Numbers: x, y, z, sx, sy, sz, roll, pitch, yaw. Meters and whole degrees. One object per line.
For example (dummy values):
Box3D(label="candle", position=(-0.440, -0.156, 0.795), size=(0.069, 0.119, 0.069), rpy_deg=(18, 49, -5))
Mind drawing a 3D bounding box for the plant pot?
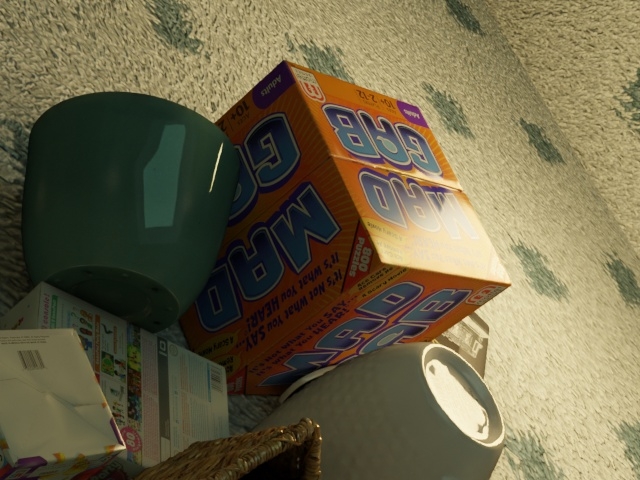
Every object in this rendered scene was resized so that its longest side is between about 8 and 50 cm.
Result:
Box3D(label="plant pot", position=(-0.263, -0.014, 1.606), size=(0.293, 0.293, 0.235), rpy_deg=(30, 49, -34))

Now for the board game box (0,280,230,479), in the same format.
Box3D(label="board game box", position=(-0.257, 0.215, 1.521), size=(0.303, 0.097, 0.224), rpy_deg=(32, 32, -33))

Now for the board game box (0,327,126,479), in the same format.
Box3D(label="board game box", position=(-0.349, 0.219, 1.189), size=(0.144, 0.275, 0.142), rpy_deg=(3, 54, -54))

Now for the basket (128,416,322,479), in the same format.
Box3D(label="basket", position=(-0.129, 0.354, 1.322), size=(0.299, 0.223, 0.213), rpy_deg=(-23, 93, -47))

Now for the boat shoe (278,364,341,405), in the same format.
Box3D(label="boat shoe", position=(0.054, 0.263, 1.895), size=(0.302, 0.114, 0.091), rpy_deg=(8, 44, -51))

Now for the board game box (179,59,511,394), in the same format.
Box3D(label="board game box", position=(0.000, 0.000, 1.869), size=(0.356, 0.356, 0.356), rpy_deg=(10, 49, -51))

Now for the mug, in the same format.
Box3D(label="mug", position=(0.082, 0.329, 1.606), size=(0.276, 0.328, 0.374), rpy_deg=(31, 30, -33))

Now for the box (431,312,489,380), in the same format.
Box3D(label="box", position=(0.199, 0.184, 2.236), size=(0.242, 0.076, 0.307), rpy_deg=(44, 29, -13))
